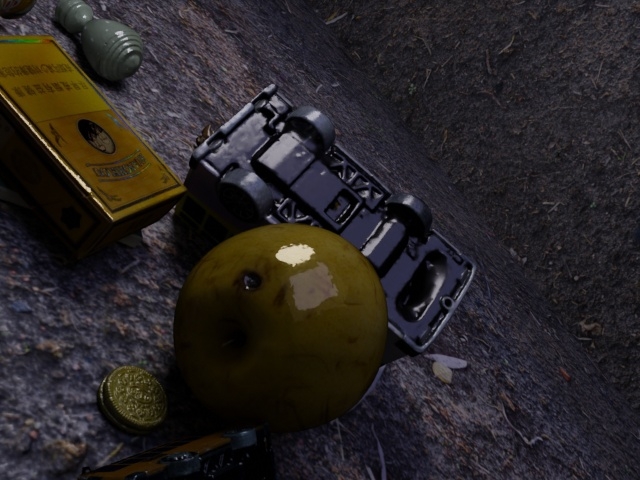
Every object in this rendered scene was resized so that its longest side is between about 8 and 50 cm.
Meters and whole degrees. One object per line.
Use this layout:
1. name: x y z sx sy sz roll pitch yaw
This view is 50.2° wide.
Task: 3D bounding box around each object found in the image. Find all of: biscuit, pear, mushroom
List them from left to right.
1. biscuit: -0.210 0.180 0.772 0.084 0.023 0.084 37 24 -20
2. mushroom: -0.201 -0.212 1.394 0.060 0.061 0.187 39 19 -5
3. pear: -0.051 0.106 0.842 0.280 0.281 0.281 37 24 -20

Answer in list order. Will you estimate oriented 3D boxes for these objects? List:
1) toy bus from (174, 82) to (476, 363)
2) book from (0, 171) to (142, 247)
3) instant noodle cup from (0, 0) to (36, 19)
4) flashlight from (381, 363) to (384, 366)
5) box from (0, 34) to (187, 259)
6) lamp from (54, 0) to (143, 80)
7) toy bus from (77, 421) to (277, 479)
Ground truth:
1. toy bus: 0.000 0.000 1.094 0.440 0.249 0.209 41 57 -1
2. book: -0.423 -0.145 0.932 0.379 0.031 0.264 25 30 -41
3. instant noodle cup: -0.535 -0.396 1.015 0.168 0.168 0.185 41 31 -12
4. flashlight: 0.076 0.131 1.265 0.093 0.093 0.232 28 32 -37
5. box: -0.341 -0.135 0.906 0.301 0.084 0.193 48 25 0
6. lamp: -0.407 -0.374 1.260 0.193 0.106 0.106 42 21 15
7. toy bus: -0.137 0.247 0.668 0.201 0.114 0.098 -1 80 -60
